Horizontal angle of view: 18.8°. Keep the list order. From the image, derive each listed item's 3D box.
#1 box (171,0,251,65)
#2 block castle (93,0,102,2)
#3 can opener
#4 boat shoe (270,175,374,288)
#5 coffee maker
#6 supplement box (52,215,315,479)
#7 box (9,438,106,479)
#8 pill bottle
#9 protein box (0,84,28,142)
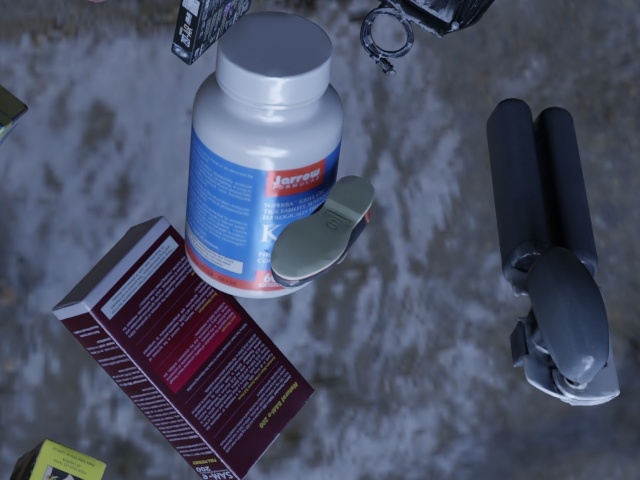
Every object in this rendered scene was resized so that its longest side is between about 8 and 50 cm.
[{"bbox_3d":[-0.070,-0.164,1.310,0.018,0.067,0.083,39,154,9],"label":"box"},{"bbox_3d":[-0.110,-0.408,1.796,0.213,0.453,0.303,-26,91,43],"label":"block castle"},{"bbox_3d":[0.180,-0.005,1.439,0.076,0.283,0.095,10,140,-16],"label":"can opener"},{"bbox_3d":[0.000,0.000,1.509,0.049,0.137,0.043,31,133,8],"label":"boat shoe"},{"bbox_3d":[0.079,-0.237,1.648,0.171,0.178,0.120,-34,103,-3],"label":"coffee maker"},{"bbox_3d":[-0.131,0.109,1.881,0.239,0.130,0.073,50,149,-14],"label":"supplement box"},{"bbox_3d":[-0.239,0.274,1.490,0.058,0.232,0.087,25,153,-15],"label":"box"},{"bbox_3d":[-0.046,-0.070,1.576,0.124,0.124,0.221,0,132,-6],"label":"pill bottle"},{"bbox_3d":[-0.390,-0.086,1.609,0.200,0.136,0.201,38,99,-6],"label":"protein box"}]
